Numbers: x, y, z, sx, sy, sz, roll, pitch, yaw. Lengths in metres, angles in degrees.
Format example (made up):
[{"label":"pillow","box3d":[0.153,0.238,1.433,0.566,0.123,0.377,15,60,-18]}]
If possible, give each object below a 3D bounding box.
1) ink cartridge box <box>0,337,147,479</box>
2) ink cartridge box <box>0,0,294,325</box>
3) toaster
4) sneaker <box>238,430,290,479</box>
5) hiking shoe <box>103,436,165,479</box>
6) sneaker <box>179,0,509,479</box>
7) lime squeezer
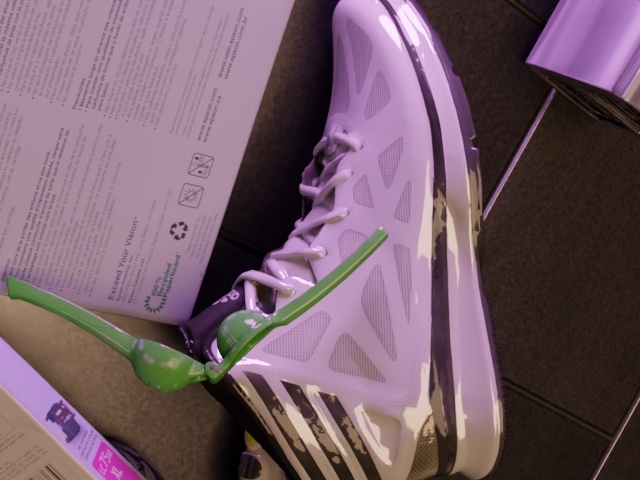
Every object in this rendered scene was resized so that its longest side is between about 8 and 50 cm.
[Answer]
[{"label":"ink cartridge box","box3d":[-0.301,0.156,1.178,0.186,0.065,0.311,-38,107,19]},{"label":"ink cartridge box","box3d":[-0.209,-0.111,1.218,0.330,0.071,0.324,13,102,-33]},{"label":"toaster","box3d":[0.312,-0.171,1.453,0.186,0.168,0.110,32,90,-35]},{"label":"sneaker","box3d":[-0.012,0.151,1.427,0.110,0.107,0.275,8,98,-67]},{"label":"hiking shoe","box3d":[-0.204,0.212,1.304,0.227,0.114,0.086,38,84,-35]},{"label":"sneaker","box3d":[0.000,0.000,1.286,0.258,0.169,0.447,-7,84,-14]},{"label":"lime squeezer","box3d":[-0.091,0.064,1.205,0.310,0.110,0.059,-8,149,-4]}]
